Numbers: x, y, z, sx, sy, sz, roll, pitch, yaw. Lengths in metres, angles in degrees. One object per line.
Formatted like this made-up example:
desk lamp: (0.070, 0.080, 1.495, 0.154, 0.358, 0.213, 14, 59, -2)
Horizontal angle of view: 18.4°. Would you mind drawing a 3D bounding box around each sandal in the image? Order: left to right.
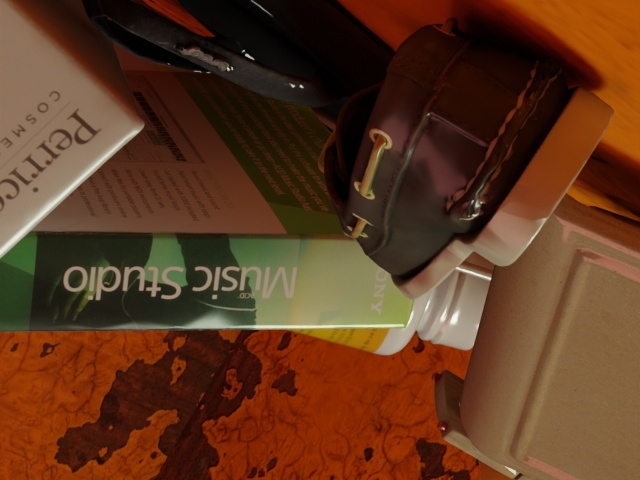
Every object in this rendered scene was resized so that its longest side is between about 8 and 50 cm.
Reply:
sandal: (-0.030, -0.078, 0.778, 0.254, 0.054, 0.097, 32, 178, -44)

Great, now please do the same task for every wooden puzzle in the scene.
wooden puzzle: (0.174, 0.075, 0.811, 0.239, 0.044, 0.221, 28, 152, 13)

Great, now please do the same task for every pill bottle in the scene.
pill bottle: (0.000, 0.000, 1.208, 0.215, 0.117, 0.117, 16, 180, -7)

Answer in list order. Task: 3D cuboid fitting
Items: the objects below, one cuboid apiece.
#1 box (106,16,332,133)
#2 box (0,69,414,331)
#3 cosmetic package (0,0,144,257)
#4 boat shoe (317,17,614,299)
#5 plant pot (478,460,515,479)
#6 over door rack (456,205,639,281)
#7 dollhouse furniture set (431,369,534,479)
box: (-0.044, -0.051, 1.424, 0.169, 0.087, 0.290, 30, 179, 30)
box: (-0.136, -0.026, 0.999, 0.322, 0.058, 0.232, -1, -155, -19)
cosmetic package: (-0.190, -0.081, 0.752, 0.184, 0.151, 0.151, 43, -169, -30)
boat shoe: (0.038, -0.031, 0.692, 0.069, 0.081, 0.228, 33, 171, -4)
plant pot: (0.257, 0.176, 1.507, 0.188, 0.205, 0.205, 5, 160, 48)
over door rack: (0.176, 0.076, 1.020, 0.324, 0.108, 0.239, 31, 177, -28)
dollhouse furniture set: (0.161, 0.065, 1.350, 0.129, 0.129, 0.183, 31, -152, -21)
